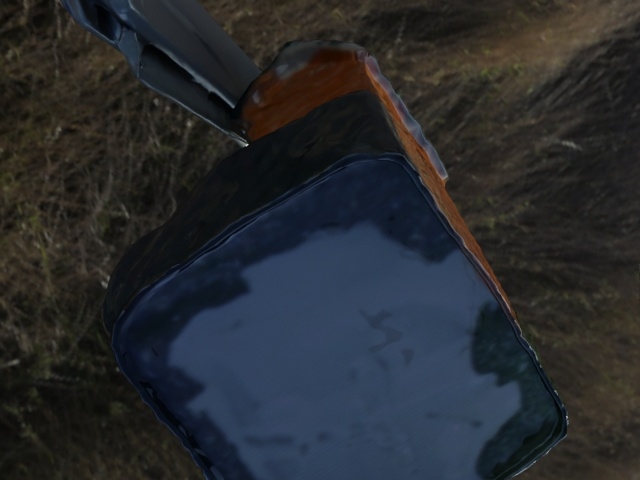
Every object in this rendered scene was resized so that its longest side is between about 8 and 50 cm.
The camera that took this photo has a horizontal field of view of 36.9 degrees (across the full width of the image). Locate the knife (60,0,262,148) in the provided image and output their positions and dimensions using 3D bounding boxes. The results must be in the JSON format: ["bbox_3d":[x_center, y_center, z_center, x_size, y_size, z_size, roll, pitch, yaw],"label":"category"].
[{"bbox_3d":[-0.075,-0.103,0.576,0.040,0.073,0.265,-20,165,13],"label":"knife"}]

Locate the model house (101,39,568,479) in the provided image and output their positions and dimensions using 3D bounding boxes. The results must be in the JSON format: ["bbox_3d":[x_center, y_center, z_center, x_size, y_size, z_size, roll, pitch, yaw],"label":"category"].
[{"bbox_3d":[0.000,0.000,0.621,0.190,0.301,0.271,-29,127,13],"label":"model house"}]
